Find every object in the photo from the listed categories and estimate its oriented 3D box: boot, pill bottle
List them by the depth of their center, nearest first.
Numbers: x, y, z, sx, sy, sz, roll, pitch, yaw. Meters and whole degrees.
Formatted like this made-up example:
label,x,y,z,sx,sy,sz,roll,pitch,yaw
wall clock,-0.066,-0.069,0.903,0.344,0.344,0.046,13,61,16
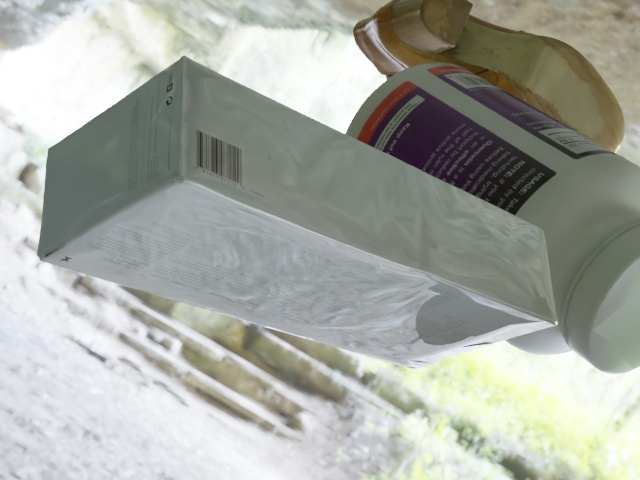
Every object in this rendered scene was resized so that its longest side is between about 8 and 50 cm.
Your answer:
label,x,y,z,sx,sy,sz,roll,pitch,yaw
pill bottle,0.167,-0.022,0.916,0.181,0.181,0.323,34,6,-44
boot,0.187,-0.186,1.200,0.295,0.104,0.211,32,-6,-15

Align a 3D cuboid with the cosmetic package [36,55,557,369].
label,x,y,z,sx,sy,sz,roll,pitch,yaw
cosmetic package,0.000,0.000,0.488,0.099,0.060,0.239,-26,-34,38
